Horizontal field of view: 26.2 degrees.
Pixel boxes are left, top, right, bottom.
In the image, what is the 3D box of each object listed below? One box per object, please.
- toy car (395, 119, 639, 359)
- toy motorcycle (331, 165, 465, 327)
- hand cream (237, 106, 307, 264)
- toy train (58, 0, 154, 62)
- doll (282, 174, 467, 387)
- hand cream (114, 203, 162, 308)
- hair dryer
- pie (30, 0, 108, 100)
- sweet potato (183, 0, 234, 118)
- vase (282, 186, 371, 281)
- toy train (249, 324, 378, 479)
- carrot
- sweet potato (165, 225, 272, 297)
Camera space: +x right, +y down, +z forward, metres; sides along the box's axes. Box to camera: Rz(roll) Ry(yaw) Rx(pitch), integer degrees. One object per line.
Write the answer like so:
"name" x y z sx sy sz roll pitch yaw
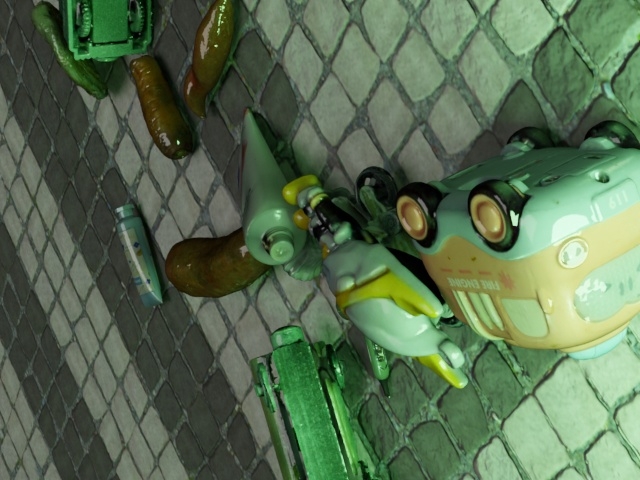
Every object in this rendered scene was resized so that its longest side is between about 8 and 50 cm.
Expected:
"toy car" 0.217 0.012 1.361 0.270 0.180 0.212 1 114 60
"toy motorcycle" 0.089 0.027 1.637 0.228 0.074 0.151 54 134 17
"hand cream" -0.081 -0.061 1.797 0.340 0.078 0.124 -116 28 -61
"toy train" -0.337 -0.440 2.079 0.178 0.138 0.330 -136 43 -53
"doll" 0.059 0.038 1.533 0.316 0.103 0.145 50 144 40
"hand cream" -0.294 0.025 2.237 0.065 0.043 0.170 -20 88 57
"hair dryer" 0.070 0.130 1.740 0.071 0.047 0.150 6 116 57
"pie" -0.404 -0.303 2.206 0.187 0.041 0.187 57 -178 -3
"sweet potato" -0.157 -0.258 1.928 0.055 0.058 0.202 38 132 17
"vase" 0.000 0.000 1.763 0.148 0.081 0.081 -48 61 56
"toy train" -0.003 0.263 1.838 0.189 0.126 0.307 85 168 -83
"carrot" -0.244 -0.202 2.075 0.186 0.060 0.060 64 144 23
"sweet potato" -0.124 0.027 1.947 0.292 0.097 0.097 -16 87 49
